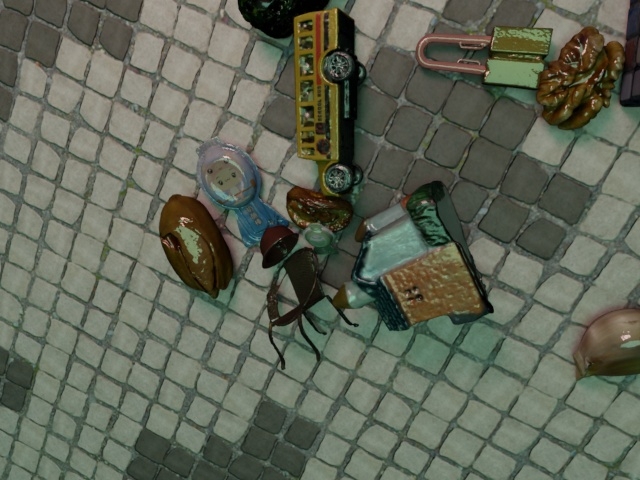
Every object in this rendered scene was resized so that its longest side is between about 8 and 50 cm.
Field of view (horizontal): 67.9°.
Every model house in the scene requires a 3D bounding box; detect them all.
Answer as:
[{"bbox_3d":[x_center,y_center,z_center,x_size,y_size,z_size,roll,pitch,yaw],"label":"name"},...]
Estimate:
[{"bbox_3d":[0.151,0.054,0.926,0.291,0.184,0.253,-25,97,16],"label":"model house"}]

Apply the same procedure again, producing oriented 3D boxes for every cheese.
[{"bbox_3d":[-0.178,-0.106,1.026,0.135,0.052,0.245,-27,107,17],"label":"cheese"},{"bbox_3d":[0.000,0.000,0.993,0.067,0.121,0.026,0,59,13],"label":"cheese"}]

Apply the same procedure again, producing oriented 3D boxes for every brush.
[{"bbox_3d":[0.294,-0.343,0.882,0.233,0.047,0.103,9,104,11],"label":"brush"}]

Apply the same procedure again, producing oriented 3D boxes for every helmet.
[{"bbox_3d":[-0.102,0.003,1.027,0.057,0.089,0.111,49,127,18],"label":"helmet"}]

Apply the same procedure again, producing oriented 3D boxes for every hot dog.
[{"bbox_3d":[-0.005,-0.062,0.991,0.147,0.065,0.099,19,139,7],"label":"hot dog"}]

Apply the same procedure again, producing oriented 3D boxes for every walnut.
[{"bbox_3d":[0.461,-0.278,0.833,0.142,0.069,0.170,16,106,-20],"label":"walnut"},{"bbox_3d":[-0.270,0.015,1.038,0.137,0.137,0.246,-18,107,15],"label":"walnut"}]

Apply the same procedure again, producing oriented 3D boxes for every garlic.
[{"bbox_3d":[0.634,0.199,0.907,0.266,0.148,0.129,-1,65,16],"label":"garlic"}]

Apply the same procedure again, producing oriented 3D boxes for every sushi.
[{"bbox_3d":[-0.051,-0.482,0.882,0.225,0.127,0.124,-37,91,15],"label":"sushi"}]

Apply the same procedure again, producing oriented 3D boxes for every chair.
[{"bbox_3d":[-0.039,0.133,0.996,0.174,0.149,0.213,-27,88,45],"label":"chair"}]

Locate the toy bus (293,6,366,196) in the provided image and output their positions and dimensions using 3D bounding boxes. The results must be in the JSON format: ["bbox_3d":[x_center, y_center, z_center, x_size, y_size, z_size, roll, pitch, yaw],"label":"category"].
[{"bbox_3d":[0.017,-0.256,0.922,0.122,0.121,0.336,4,103,18],"label":"toy bus"}]

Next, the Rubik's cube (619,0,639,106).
[{"bbox_3d":[0.649,-0.349,0.680,0.291,0.287,0.294,4,102,10],"label":"Rubik's cube"}]
